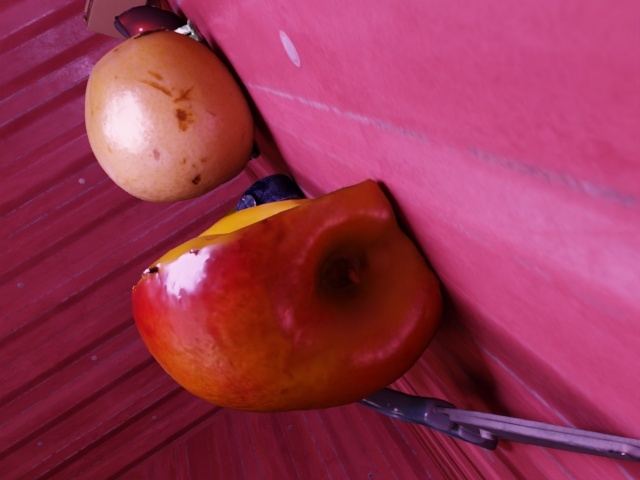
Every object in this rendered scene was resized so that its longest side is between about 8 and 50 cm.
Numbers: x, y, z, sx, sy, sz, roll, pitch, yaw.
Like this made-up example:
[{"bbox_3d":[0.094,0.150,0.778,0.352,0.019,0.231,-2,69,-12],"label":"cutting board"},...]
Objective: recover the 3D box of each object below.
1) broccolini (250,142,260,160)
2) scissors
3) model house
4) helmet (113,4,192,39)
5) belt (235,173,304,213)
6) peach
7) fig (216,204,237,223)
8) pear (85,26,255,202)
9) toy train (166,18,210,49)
[{"bbox_3d":[-0.209,-0.276,1.174,0.067,0.058,0.216,58,175,26],"label":"broccolini"},{"bbox_3d":[0.141,0.170,0.436,0.193,0.029,0.447,20,161,1],"label":"scissors"},{"bbox_3d":[-0.493,-0.659,1.182,0.181,0.176,0.248,-35,59,47],"label":"model house"},{"bbox_3d":[-0.368,-0.418,1.057,0.216,0.193,0.189,56,-177,-26],"label":"helmet"},{"bbox_3d":[-0.099,-0.059,0.979,0.082,0.141,0.190,54,171,18],"label":"belt"},{"bbox_3d":[-0.051,0.076,0.565,0.242,0.306,0.380,66,168,-10],"label":"peach"},{"bbox_3d":[-0.185,0.045,1.508,0.343,0.343,0.343,57,174,8],"label":"fig"},{"bbox_3d":[-0.278,-0.219,0.871,0.309,0.309,0.309,57,174,8],"label":"pear"},{"bbox_3d":[-0.260,-0.368,0.980,0.149,0.099,0.081,57,-161,-46],"label":"toy train"}]
